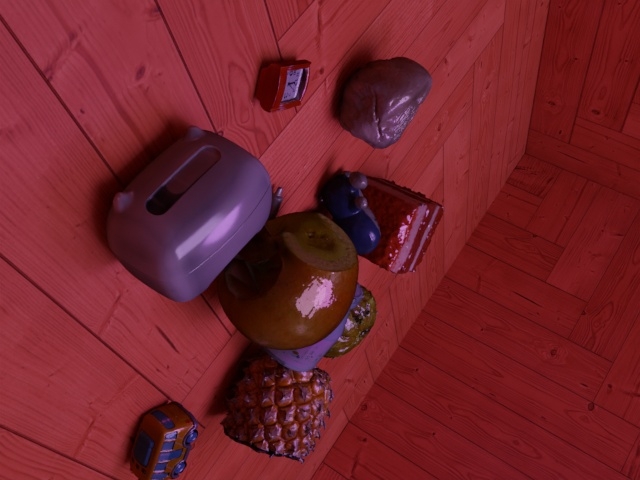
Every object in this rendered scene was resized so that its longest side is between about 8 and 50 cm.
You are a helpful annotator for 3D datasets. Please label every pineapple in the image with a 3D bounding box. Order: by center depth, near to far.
[{"bbox_3d":[-0.133,0.508,2.176,0.300,0.353,0.352,-70,157,-6],"label":"pineapple"}]

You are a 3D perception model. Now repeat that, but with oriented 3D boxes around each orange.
[{"bbox_3d":[0.069,0.272,2.438,0.300,0.223,0.301,-51,159,13],"label":"orange"}]

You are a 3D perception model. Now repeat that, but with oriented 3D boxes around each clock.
[{"bbox_3d":[-0.086,-0.373,1.622,0.155,0.061,0.113,-29,141,-57],"label":"clock"}]

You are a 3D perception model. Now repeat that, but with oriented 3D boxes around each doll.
[{"bbox_3d":[0.103,-0.080,2.112,0.154,0.228,0.258,-32,105,-11],"label":"doll"}]

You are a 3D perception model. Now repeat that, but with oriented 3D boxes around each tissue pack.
[{"bbox_3d":[-0.262,-0.063,1.383,0.333,0.230,0.236,-50,156,-25],"label":"tissue pack"}]

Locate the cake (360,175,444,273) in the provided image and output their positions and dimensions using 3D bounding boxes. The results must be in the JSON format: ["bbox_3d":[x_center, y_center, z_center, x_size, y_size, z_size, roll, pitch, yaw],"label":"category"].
[{"bbox_3d":[0.225,-0.057,2.336,0.320,0.270,0.269,-2,116,-64],"label":"cake"}]

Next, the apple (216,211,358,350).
[{"bbox_3d":[-0.094,0.089,1.774,0.374,0.375,0.383,51,51,-65],"label":"apple"}]

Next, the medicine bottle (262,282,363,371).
[{"bbox_3d":[-0.033,0.210,2.054,0.290,0.245,0.245,-53,160,18],"label":"medicine bottle"}]

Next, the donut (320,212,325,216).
[{"bbox_3d":[0.001,0.000,2.119,0.085,0.141,0.217,-23,153,8],"label":"donut"}]

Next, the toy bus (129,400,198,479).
[{"bbox_3d":[-0.433,0.553,1.846,0.136,0.126,0.209,0,116,-54],"label":"toy bus"}]

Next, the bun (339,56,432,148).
[{"bbox_3d":[0.170,-0.404,1.938,0.281,0.205,0.281,-56,170,-14],"label":"bun"}]

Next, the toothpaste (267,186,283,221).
[{"bbox_3d":[-0.153,-0.043,1.876,0.060,0.038,0.233,-4,122,-57],"label":"toothpaste"}]
